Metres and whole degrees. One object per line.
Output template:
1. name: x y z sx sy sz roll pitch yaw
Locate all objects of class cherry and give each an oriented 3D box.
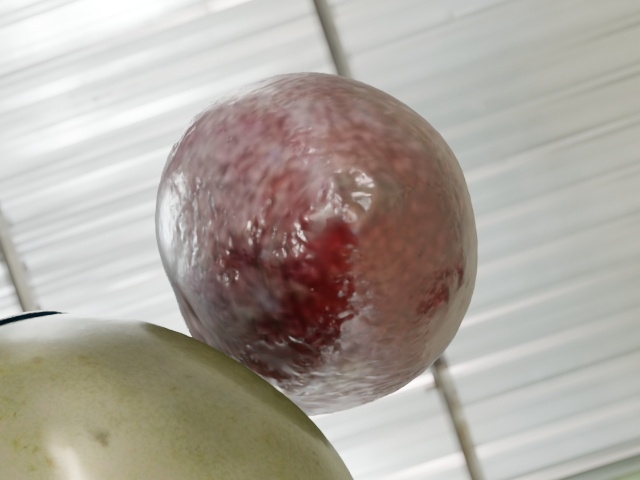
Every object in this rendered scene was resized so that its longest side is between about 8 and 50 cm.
1. cherry: 0.000 0.000 1.123 0.300 0.203 0.230 154 107 -71

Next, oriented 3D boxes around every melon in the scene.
1. melon: -0.122 0.176 0.921 0.330 0.268 0.268 20 143 42
